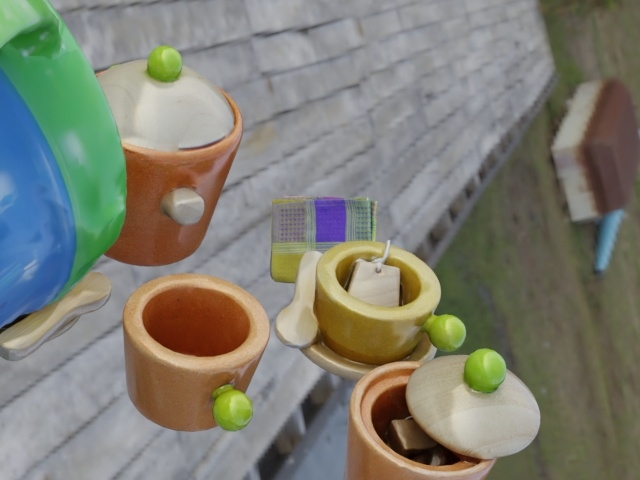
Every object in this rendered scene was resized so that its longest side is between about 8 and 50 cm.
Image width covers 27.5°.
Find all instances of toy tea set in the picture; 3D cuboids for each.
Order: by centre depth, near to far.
[{"bbox_3d":[-0.035,0.008,0.670,0.200,0.336,0.124,-47,156,-50],"label":"toy tea set"}]

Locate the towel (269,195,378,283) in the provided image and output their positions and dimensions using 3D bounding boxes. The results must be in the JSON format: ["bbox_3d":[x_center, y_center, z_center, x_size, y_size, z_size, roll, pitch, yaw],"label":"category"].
[{"bbox_3d":[0.000,0.000,0.873,0.009,0.083,0.060,8,85,-55],"label":"towel"}]

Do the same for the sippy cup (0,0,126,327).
[{"bbox_3d":[-0.229,-0.002,0.485,0.224,0.240,0.305,-54,165,-36],"label":"sippy cup"}]
